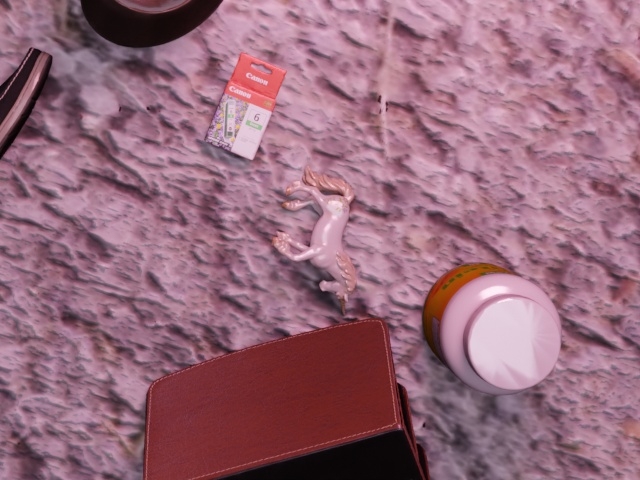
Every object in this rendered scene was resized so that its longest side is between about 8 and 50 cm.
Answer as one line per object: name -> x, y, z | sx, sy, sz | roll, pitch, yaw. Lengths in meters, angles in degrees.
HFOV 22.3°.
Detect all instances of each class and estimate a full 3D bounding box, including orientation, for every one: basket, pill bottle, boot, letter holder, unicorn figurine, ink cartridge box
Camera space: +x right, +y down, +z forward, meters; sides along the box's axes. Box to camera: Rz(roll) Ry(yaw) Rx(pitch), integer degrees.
basket -> -0.181, -0.308, 1.795 | 0.204, 0.227, 0.154 | -38, 96, -1
pill bottle -> 0.197, 0.101, 1.840 | 0.136, 0.246, 0.136 | 0, 94, -4
boot -> -0.435, -0.156, 1.856 | 0.179, 0.085, 0.236 | 35, 96, -6
letter holder -> -0.040, 0.235, 1.884 | 0.302, 0.214, 0.152 | -16, 126, 7
unicorn figurine -> 0.000, 0.000, 1.912 | 0.111, 0.060, 0.162 | 16, 93, -4
ink cartridge box -> -0.087, -0.158, 1.911 | 0.063, 0.029, 0.115 | 22, 93, -5
